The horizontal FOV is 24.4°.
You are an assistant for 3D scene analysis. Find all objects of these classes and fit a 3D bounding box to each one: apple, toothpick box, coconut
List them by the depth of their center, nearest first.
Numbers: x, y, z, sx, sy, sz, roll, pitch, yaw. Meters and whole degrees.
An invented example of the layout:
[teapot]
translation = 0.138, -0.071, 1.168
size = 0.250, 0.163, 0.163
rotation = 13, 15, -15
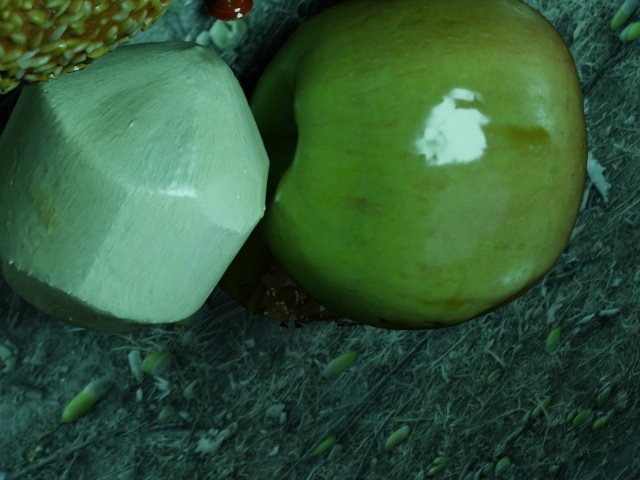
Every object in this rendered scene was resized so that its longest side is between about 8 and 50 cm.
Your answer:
[coconut]
translation = -0.166, -0.059, 1.300
size = 0.237, 0.237, 0.266
rotation = 12, 116, -53
[toothpick box]
translation = -0.088, -0.245, 1.364
size = 0.047, 0.047, 0.083
rotation = -33, 145, -21
[apple]
translation = 0.079, -0.082, 1.419
size = 0.305, 0.338, 0.338
rotation = -8, 133, -22

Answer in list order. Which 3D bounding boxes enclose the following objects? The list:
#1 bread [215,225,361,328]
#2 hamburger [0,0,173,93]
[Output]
[bread]
translation = 0.005, 0.001, 1.639
size = 0.260, 0.160, 0.147
rotation = -5, 120, -43
[hamburger]
translation = -0.217, -0.263, 0.967
size = 0.330, 0.250, 0.330
rotation = -42, 162, -17
